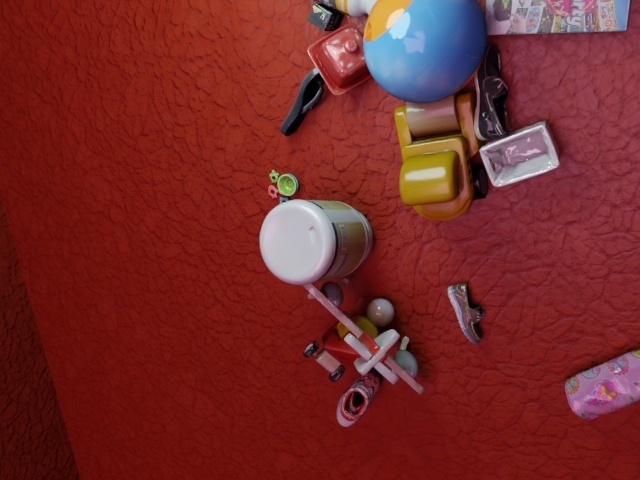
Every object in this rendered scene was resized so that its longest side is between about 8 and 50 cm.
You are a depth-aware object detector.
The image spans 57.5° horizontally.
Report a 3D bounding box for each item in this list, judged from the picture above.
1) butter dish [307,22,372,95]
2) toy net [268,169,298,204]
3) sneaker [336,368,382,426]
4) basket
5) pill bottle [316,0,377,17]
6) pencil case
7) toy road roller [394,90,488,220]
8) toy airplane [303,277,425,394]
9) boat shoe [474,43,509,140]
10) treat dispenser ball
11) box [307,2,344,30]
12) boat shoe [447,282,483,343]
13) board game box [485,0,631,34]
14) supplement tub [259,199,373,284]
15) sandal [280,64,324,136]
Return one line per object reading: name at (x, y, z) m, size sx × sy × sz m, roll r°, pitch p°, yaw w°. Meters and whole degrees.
butter dish at (0.071, -0.497, 1.547) m, size 0.160 × 0.118 × 0.160 m, roll -32°, pitch 92°, yaw -9°
toy net at (-0.121, -0.105, 1.862) m, size 0.122 × 0.045 × 0.232 m, roll 11°, pitch 112°, yaw 24°
sneaker at (0.099, 0.546, 1.915) m, size 0.090 × 0.145 × 0.270 m, roll 37°, pitch 121°, yaw 12°
basket at (0.499, -0.219, 1.450) m, size 0.167 × 0.103 × 0.113 m, roll -19°, pitch 103°, yaw 31°
pill bottle at (0.065, -0.673, 1.493) m, size 0.278 × 0.162 × 0.162 m, roll 30°, pitch 119°, yaw 16°
pencil case at (0.780, 0.369, 1.509) m, size 0.284 × 0.124 × 0.124 m, roll -38°, pitch 87°, yaw 33°
toy road roller at (0.295, -0.213, 1.484) m, size 0.202 × 0.240 × 0.329 m, roll -5°, pitch 105°, yaw 29°
toy airplane at (0.134, 0.279, 1.724) m, size 0.384 × 0.272 × 0.386 m, roll 25°, pitch 153°, yaw 32°
boat shoe at (0.429, -0.366, 1.430) m, size 0.079 × 0.084 × 0.233 m, roll 1°, pitch 92°, yaw 53°
treat dispenser ball at (0.244, -0.470, 1.373) m, size 0.288 × 0.288 × 0.288 m, roll 10°, pitch 112°, yaw 25°
box at (0.015, -0.608, 1.588) m, size 0.062 × 0.083 × 0.052 m, roll 36°, pitch 121°, yaw 13°
boat shoe at (0.428, 0.208, 1.666) m, size 0.066 × 0.066 × 0.183 m, roll -25°, pitch 95°, yaw 31°
board game box at (0.537, -0.584, 1.311) m, size 0.303 × 0.097 × 0.224 m, roll 7°, pitch 112°, yaw 26°
supplement tub at (0.000, 0.000, 1.653) m, size 0.228 × 0.316 × 0.228 m, roll 1°, pitch 93°, yaw 29°
sandal at (-0.033, -0.400, 1.688) m, size 0.054 × 0.097 × 0.254 m, roll 43°, pitch 132°, yaw 11°
